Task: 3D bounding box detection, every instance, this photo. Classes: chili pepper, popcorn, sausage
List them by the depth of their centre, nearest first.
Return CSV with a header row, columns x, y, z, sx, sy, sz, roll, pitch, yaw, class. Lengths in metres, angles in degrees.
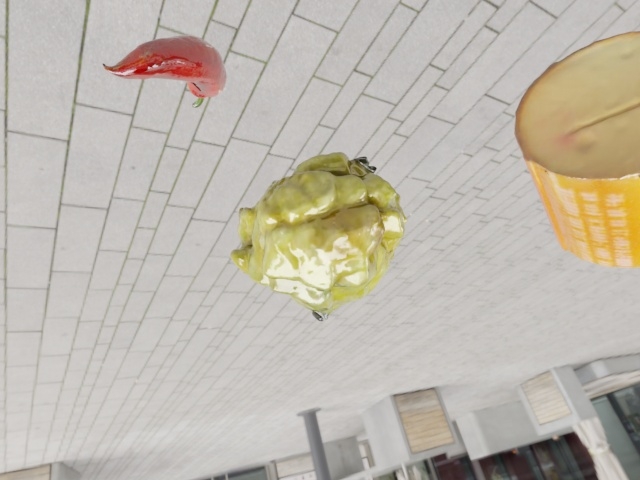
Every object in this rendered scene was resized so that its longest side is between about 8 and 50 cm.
x,y,z,sx,sy,sz,roll,pitch,yaw,class
0.431,-0.111,0.635,0.233,0.233,0.287,-29,141,20,sausage
0.000,0.000,0.641,0.251,0.215,0.286,-6,159,7,popcorn
-0.251,-0.319,0.816,0.137,0.092,0.368,-25,-176,8,chili pepper
